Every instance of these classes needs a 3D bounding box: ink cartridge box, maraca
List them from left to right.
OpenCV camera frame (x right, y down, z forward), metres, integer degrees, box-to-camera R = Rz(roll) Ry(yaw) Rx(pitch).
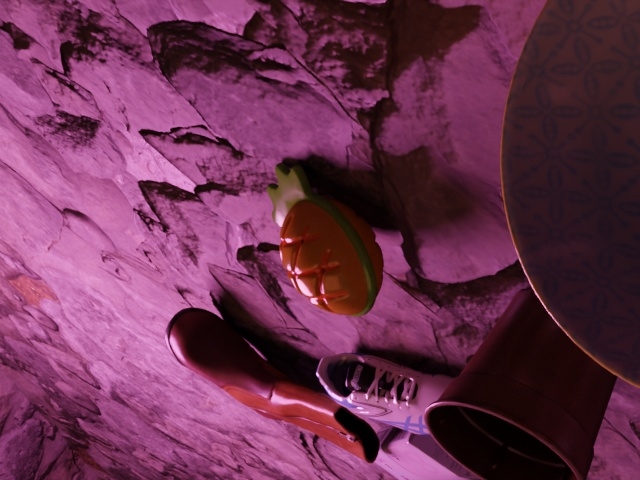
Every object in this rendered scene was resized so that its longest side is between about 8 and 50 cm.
[{"bbox_3d":[0.000,0.000,1.067,0.185,0.099,0.127,54,147,17],"label":"maraca"},{"bbox_3d":[0.195,0.347,1.446,0.232,0.066,0.189,40,156,-2],"label":"ink cartridge box"}]

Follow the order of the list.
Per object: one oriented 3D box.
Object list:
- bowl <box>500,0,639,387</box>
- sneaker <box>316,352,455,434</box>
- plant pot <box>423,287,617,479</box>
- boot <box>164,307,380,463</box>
[{"bbox_3d":[0.265,-0.053,0.573,0.156,0.289,0.289,0,-176,-45],"label":"bowl"},{"bbox_3d":[0.088,0.193,1.280,0.086,0.085,0.237,28,164,-40],"label":"sneaker"},{"bbox_3d":[0.212,0.143,0.978,0.167,0.165,0.167,27,153,15],"label":"plant pot"},{"bbox_3d":[-0.073,0.215,1.444,0.280,0.096,0.264,20,152,46],"label":"boot"}]
